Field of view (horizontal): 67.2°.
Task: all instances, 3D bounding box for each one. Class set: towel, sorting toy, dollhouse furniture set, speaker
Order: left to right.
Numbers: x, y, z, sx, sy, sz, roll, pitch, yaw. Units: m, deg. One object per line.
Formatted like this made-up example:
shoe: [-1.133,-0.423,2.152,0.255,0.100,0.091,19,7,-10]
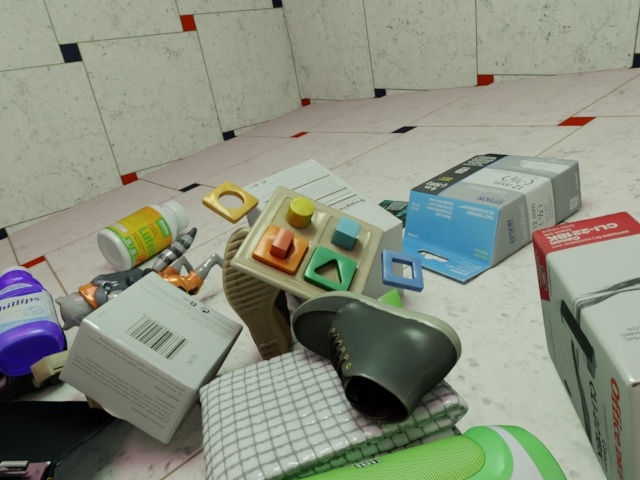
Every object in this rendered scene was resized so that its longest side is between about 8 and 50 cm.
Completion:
dollhouse furniture set: [-0.389,0.240,0.791,0.161,0.101,0.182,-31,-10,27]
sorting toy: [-0.009,0.000,0.687,0.348,0.047,0.196,23,45,2]
towel: [0.007,0.222,0.576,0.284,0.121,0.235,-18,17,-11]
speaker: [0.051,0.244,0.396,0.297,0.131,0.131,-10,22,-13]

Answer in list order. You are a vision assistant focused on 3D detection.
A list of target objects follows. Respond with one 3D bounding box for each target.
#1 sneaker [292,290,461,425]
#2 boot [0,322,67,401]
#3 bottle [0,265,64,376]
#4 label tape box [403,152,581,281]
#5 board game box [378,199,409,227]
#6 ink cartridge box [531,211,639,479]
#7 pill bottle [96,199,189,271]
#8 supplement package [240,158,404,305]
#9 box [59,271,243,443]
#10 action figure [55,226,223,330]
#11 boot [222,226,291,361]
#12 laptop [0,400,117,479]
sneaker: [0.028,0.120,0.532,0.222,0.083,0.118,1,23,41]
boot: [-0.633,0.247,0.973,0.207,0.094,0.246,-21,30,-19]
bottle: [-0.589,0.143,0.951,0.118,0.092,0.283,-19,36,-27]
label tape box: [0.323,-0.068,1.005,0.348,0.115,0.249,-26,25,-23]
board game box: [0.152,-0.047,1.179,0.186,0.026,0.126,-34,29,-34]
ink cartridge box: [0.320,0.119,0.492,0.114,0.197,0.273,-13,24,13]
pill bottle: [-0.520,-0.024,1.437,0.136,0.136,0.246,5,32,40]
supplement package: [0.000,0.000,0.911,0.175,0.177,0.293,-25,41,-20]
box: [-0.244,0.167,0.726,0.181,0.119,0.182,32,21,1]
action figure: [-0.416,0.097,1.069,0.341,0.178,0.330,12,27,43]
boot: [-0.106,0.068,0.825,0.090,0.248,0.207,-11,21,-3]
laptop: [-0.497,0.364,0.601,0.382,0.236,0.407,0,53,-1]
